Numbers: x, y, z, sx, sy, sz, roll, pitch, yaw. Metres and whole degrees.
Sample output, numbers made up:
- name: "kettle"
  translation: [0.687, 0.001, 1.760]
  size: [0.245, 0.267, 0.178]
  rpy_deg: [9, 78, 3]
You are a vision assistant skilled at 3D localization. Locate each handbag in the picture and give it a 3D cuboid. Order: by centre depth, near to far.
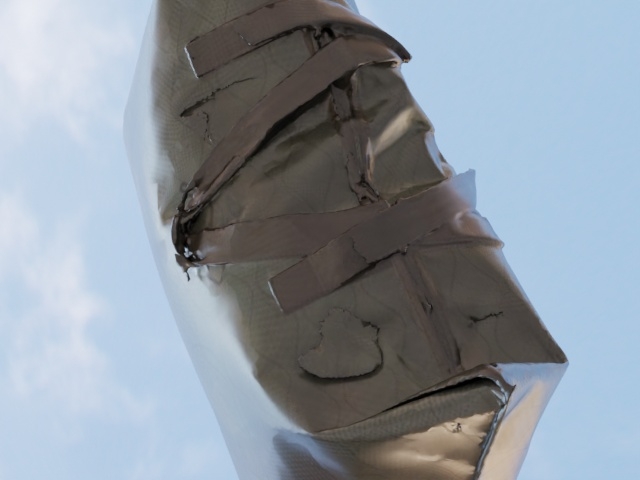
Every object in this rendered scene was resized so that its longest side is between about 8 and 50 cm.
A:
- name: "handbag"
  translation: [0.000, 0.000, 0.675]
  size: [0.117, 0.182, 0.270]
  rpy_deg: [-12, -119, -20]
